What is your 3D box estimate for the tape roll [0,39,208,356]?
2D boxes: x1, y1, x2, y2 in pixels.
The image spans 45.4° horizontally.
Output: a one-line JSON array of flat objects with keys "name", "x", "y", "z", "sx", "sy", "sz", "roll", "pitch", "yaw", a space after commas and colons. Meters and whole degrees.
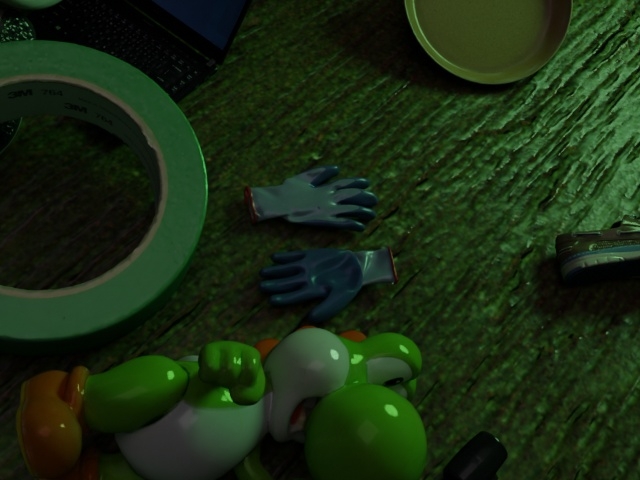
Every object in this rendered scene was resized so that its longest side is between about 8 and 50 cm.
[{"name": "tape roll", "x": -0.278, "y": -0.047, "z": 0.779, "sx": 0.321, "sy": 0.077, "sz": 0.321, "roll": 5, "pitch": 70, "yaw": -13}]

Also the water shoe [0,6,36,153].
[{"name": "water shoe", "x": -0.390, "y": -0.173, "z": 0.890, "sx": 0.080, "sy": 0.073, "sz": 0.203, "roll": -3, "pitch": 64, "yaw": 34}]

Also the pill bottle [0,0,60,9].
[{"name": "pill bottle", "x": -0.420, "y": -0.371, "z": 0.910, "sx": 0.264, "sy": 0.153, "sz": 0.153, "roll": 21, "pitch": 57, "yaw": 28}]

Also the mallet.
[{"name": "mallet", "x": 0.207, "y": 0.263, "z": 0.734, "sx": 0.189, "sy": 0.039, "sz": 0.062, "roll": 39, "pitch": 65, "yaw": 10}]

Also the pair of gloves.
[{"name": "pair of gloves", "x": 0.000, "y": 0.000, "z": 0.863, "sx": 0.159, "sy": 0.023, "sz": 0.198, "roll": -7, "pitch": 60, "yaw": -10}]

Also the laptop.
[{"name": "laptop", "x": -0.233, "y": -0.293, "z": 0.933, "sx": 0.234, "sy": 0.136, "sz": 0.264, "roll": 37, "pitch": 61, "yaw": 14}]

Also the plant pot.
[{"name": "plant pot", "x": 0.222, "y": -0.324, "z": 1.031, "sx": 0.236, "sy": 0.032, "sz": 0.236, "roll": 0, "pitch": 89, "yaw": -9}]

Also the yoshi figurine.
[{"name": "yoshi figurine", "x": -0.059, "y": 0.175, "z": 0.666, "sx": 0.362, "sy": 0.203, "sz": 0.203, "roll": -11, "pitch": 78, "yaw": -17}]

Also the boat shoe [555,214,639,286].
[{"name": "boat shoe", "x": 0.362, "y": 0.004, "z": 0.888, "sx": 0.183, "sy": 0.066, "sz": 0.066, "roll": -5, "pitch": 59, "yaw": -11}]
